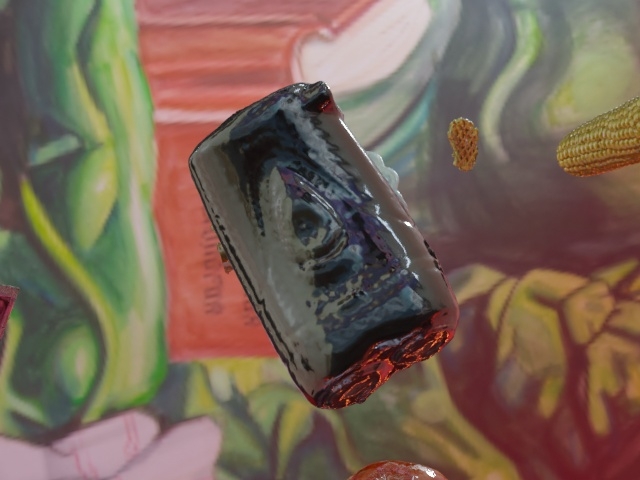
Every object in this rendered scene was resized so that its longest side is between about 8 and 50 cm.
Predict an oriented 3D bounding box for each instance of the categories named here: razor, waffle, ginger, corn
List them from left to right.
[{"bbox_3d":[-0.109,0.022,1.427,0.097,0.048,0.030,45,35,-3],"label":"ginger"},{"bbox_3d":[0.001,0.001,1.262,0.349,0.204,0.113,62,5,18],"label":"razor"},{"bbox_3d":[0.225,-0.151,1.796,0.016,0.078,0.085,4,-81,42],"label":"waffle"},{"bbox_3d":[0.502,-0.175,1.781,0.305,0.106,0.106,-19,-97,49],"label":"corn"}]

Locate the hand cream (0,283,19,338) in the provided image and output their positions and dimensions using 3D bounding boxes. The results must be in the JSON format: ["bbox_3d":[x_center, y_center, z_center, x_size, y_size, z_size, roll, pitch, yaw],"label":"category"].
[{"bbox_3d":[-0.428,0.177,1.323,0.079,0.050,0.275,2,108,-82],"label":"hand cream"}]

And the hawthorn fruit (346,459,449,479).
[{"bbox_3d":[0.064,0.242,0.923,0.138,0.133,0.132,63,7,-56],"label":"hawthorn fruit"}]

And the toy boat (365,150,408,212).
[{"bbox_3d":[-0.005,-0.026,1.606,0.290,0.100,0.199,-9,-97,51],"label":"toy boat"}]
